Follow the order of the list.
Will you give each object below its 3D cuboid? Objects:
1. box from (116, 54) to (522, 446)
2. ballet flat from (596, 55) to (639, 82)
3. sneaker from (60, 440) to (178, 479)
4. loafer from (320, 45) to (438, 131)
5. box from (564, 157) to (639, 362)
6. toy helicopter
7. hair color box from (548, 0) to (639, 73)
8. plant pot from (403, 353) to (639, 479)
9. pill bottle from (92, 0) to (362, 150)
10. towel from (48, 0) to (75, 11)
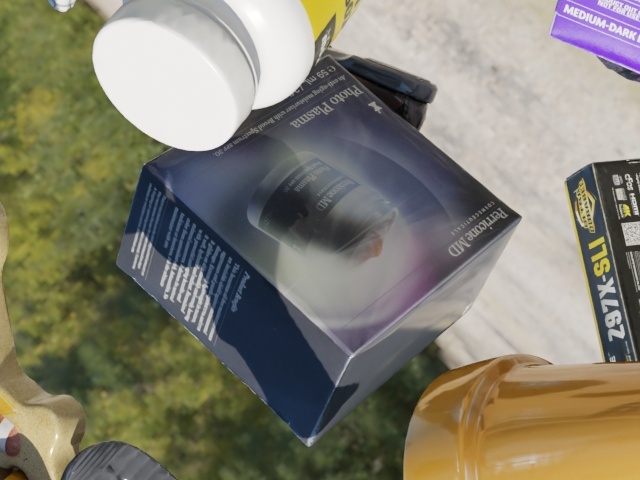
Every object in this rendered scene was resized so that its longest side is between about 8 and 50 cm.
[{"bbox_3d":[0.000,0.000,1.479,0.294,0.296,0.183,42,141,15],"label":"box"},{"bbox_3d":[0.328,-0.167,1.132,0.079,0.077,0.221,24,161,-39],"label":"ballet flat"},{"bbox_3d":[-0.127,0.297,1.166,0.319,0.112,0.131,59,157,-16],"label":"sneaker"},{"bbox_3d":[-0.005,-0.186,1.643,0.302,0.095,0.109,24,-170,33],"label":"loafer"},{"bbox_3d":[0.446,0.058,1.646,0.079,0.257,0.322,140,122,-65],"label":"box"},{"bbox_3d":[-0.293,0.129,1.185,0.235,0.355,0.140,-4,-175,39],"label":"toy helicopter"},{"bbox_3d":[0.221,-0.252,0.703,0.110,0.185,0.339,25,151,10],"label":"hair color box"},{"bbox_3d":[0.195,0.168,0.986,0.188,0.205,0.205,-22,122,40],"label":"plant pot"},{"bbox_3d":[-0.059,-0.242,1.269,0.187,0.334,0.188,21,144,16],"label":"pill bottle"},{"bbox_3d":[-0.274,-0.425,1.492,0.284,0.121,0.235,61,156,15],"label":"towel"}]
